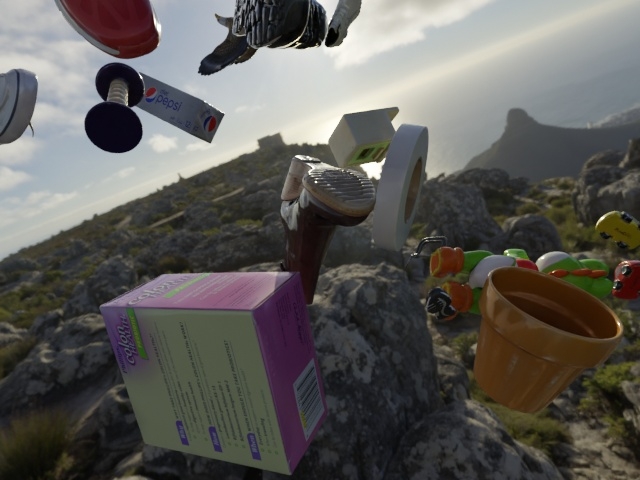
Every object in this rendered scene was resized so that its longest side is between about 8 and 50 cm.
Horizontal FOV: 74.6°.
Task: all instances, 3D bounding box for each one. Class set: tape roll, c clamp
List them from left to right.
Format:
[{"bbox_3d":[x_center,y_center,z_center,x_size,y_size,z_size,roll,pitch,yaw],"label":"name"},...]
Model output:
[{"bbox_3d":[0.253,-0.160,1.291,0.072,0.392,0.392,14,30,20],"label":"tape roll"},{"bbox_3d":[0.407,0.043,1.587,0.160,0.022,0.137,-13,43,52],"label":"c clamp"}]

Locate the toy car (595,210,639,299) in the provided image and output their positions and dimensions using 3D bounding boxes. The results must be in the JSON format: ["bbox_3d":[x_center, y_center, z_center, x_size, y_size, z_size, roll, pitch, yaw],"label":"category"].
[{"bbox_3d":[0.699,0.004,0.853,0.225,0.239,0.053,-20,29,26],"label":"toy car"}]

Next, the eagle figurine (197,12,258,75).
[{"bbox_3d":[-0.300,-0.722,1.497,0.226,0.298,0.225,-3,43,-39],"label":"eagle figurine"}]

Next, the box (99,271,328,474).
[{"bbox_3d":[-0.136,0.162,0.559,0.242,0.214,0.117,-4,16,25],"label":"box"}]

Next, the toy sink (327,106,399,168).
[{"bbox_3d":[0.171,-0.349,1.441,0.234,0.131,0.153,-16,-15,-27],"label":"toy sink"}]

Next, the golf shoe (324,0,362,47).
[{"bbox_3d":[0.060,-0.620,1.176,0.086,0.069,0.176,-59,-4,-44],"label":"golf shoe"}]

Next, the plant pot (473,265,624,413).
[{"bbox_3d":[0.353,0.175,0.709,0.205,0.188,0.205,10,25,-5],"label":"plant pot"}]

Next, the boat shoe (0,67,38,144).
[{"bbox_3d":[-0.512,-0.189,0.622,0.258,0.095,0.084,-16,-13,32],"label":"boat shoe"}]

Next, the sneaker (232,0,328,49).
[{"bbox_3d":[-0.035,-0.303,0.551,0.124,0.107,0.283,6,27,-21],"label":"sneaker"}]

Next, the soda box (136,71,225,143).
[{"bbox_3d":[-0.410,-0.374,1.179,0.286,0.098,0.091,29,6,26],"label":"soda box"}]

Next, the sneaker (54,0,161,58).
[{"bbox_3d":[-0.225,-0.283,0.373,0.087,0.221,0.128,-35,-2,-18],"label":"sneaker"}]

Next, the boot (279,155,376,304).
[{"bbox_3d":[0.000,0.000,0.596,0.090,0.207,0.248,-1,20,-19],"label":"boot"}]

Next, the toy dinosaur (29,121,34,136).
[{"bbox_3d":[-0.785,-0.344,1.088,0.053,0.183,0.092,-34,46,-14],"label":"toy dinosaur"}]

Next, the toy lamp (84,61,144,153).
[{"bbox_3d":[-0.315,-0.220,0.656,0.080,0.080,0.275,-23,41,-5],"label":"toy lamp"}]

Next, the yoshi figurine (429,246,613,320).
[{"bbox_3d":[0.430,0.103,0.928,0.362,0.204,0.203,0,17,2],"label":"yoshi figurine"}]

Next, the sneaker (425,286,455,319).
[{"bbox_3d":[0.181,0.091,0.654,0.040,0.044,0.109,-24,-30,11],"label":"sneaker"}]
